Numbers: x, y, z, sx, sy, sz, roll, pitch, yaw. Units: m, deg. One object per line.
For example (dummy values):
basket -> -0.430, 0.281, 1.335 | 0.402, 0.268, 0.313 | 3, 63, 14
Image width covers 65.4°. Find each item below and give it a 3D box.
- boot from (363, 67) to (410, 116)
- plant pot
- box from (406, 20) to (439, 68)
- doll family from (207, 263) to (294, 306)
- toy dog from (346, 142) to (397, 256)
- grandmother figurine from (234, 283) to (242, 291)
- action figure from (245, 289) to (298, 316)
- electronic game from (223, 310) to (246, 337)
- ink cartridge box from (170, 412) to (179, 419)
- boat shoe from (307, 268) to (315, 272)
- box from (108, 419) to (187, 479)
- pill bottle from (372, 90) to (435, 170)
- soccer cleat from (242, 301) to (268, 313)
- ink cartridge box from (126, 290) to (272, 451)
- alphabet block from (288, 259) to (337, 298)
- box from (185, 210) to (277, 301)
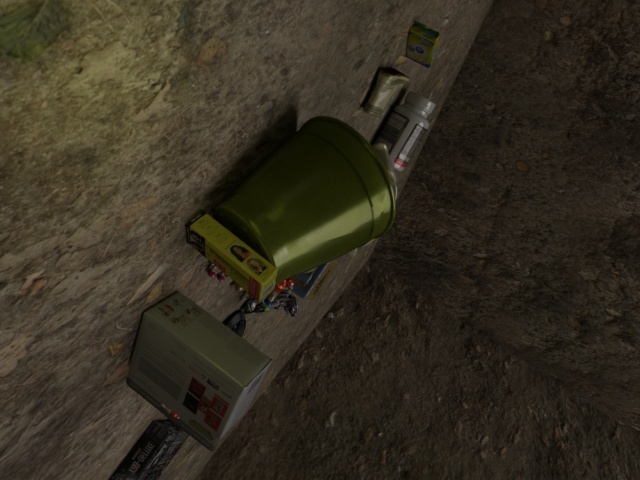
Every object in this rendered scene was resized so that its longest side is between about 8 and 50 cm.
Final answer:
boot -> 0.236, -0.530, 1.792 | 0.213, 0.077, 0.165 | -27, 148, -57
plant pot -> -0.062, -0.069, 1.260 | 0.353, 0.366, 0.367 | -37, 159, -28
box -> 0.367, -0.705, 1.792 | 0.043, 0.105, 0.179 | -55, 167, -11
doll family -> -0.187, 0.056, 1.413 | 0.163, 0.262, 0.118 | -52, -156, 17
toy dog -> 0.156, -0.180, 1.806 | 0.408, 0.284, 0.396 | -72, 155, -54
grandmother figurine -> -0.198, 0.093, 1.651 | 0.207, 0.104, 0.342 | -27, 166, -6
action figure -> -0.162, 0.224, 1.814 | 0.285, 0.185, 0.099 | 39, 57, -75
electronic game -> -0.346, 0.366, 1.850 | 0.229, 0.048, 0.229 | -60, 167, -23
ink cartridge box -> -0.505, 0.640, 1.936 | 0.145, 0.045, 0.179 | -55, 170, -14
boat shoe -> -0.016, -0.031, 1.600 | 0.110, 0.122, 0.341 | -5, 134, -47
box -> -0.605, 0.776, 1.812 | 0.243, 0.076, 0.307 | -54, 168, -13
pill bottle -> 0.363, -0.479, 2.176 | 0.319, 0.176, 0.176 | -60, 167, 15
soccer cleat -> -0.237, 0.251, 1.926 | 0.060, 0.072, 0.179 | -61, 167, 17
ink cartridge box -> -0.318, 0.332, 1.262 | 0.130, 0.309, 0.272 | -37, 158, -57
alphabet block -> -0.067, 0.104, 1.947 | 0.194, 0.192, 0.197 | -55, 169, -1
box -> -0.203, 0.035, 1.131 | 0.058, 0.232, 0.087 | -44, 164, -33
